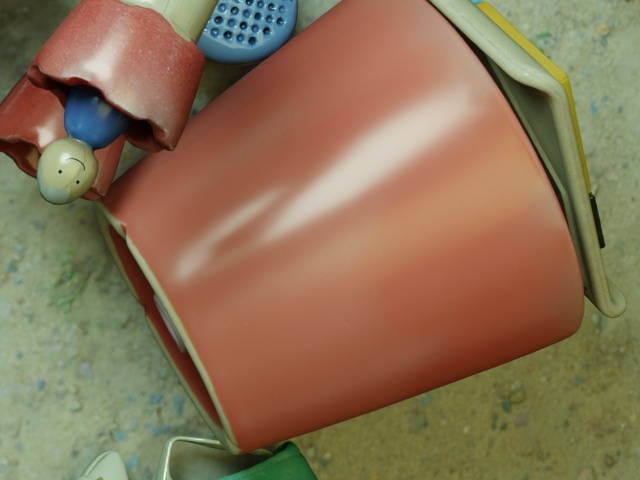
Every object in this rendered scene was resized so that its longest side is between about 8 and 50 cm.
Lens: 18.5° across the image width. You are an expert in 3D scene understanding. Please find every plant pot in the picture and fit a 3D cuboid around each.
[{"bbox_3d":[0.000,0.000,1.305,0.243,0.275,0.275,-29,108,-9],"label":"plant pot"}]

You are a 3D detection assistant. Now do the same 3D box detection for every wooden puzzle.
[{"bbox_3d":[0.126,-0.085,1.321,0.044,0.221,0.239,-32,134,-6],"label":"wooden puzzle"}]

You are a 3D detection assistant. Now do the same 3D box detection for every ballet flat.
[{"bbox_3d":[-0.116,0.183,1.365,0.247,0.083,0.087,-7,75,-25],"label":"ballet flat"}]

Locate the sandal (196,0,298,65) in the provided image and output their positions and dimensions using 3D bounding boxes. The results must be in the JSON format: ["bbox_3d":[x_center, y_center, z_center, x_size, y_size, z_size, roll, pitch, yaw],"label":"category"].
[{"bbox_3d":[-0.096,-0.258,1.281,0.126,0.138,0.317,-32,110,-21],"label":"sandal"}]

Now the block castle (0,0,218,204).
[{"bbox_3d":[-0.281,-0.181,1.076,0.453,0.303,0.213,28,78,-12],"label":"block castle"}]
